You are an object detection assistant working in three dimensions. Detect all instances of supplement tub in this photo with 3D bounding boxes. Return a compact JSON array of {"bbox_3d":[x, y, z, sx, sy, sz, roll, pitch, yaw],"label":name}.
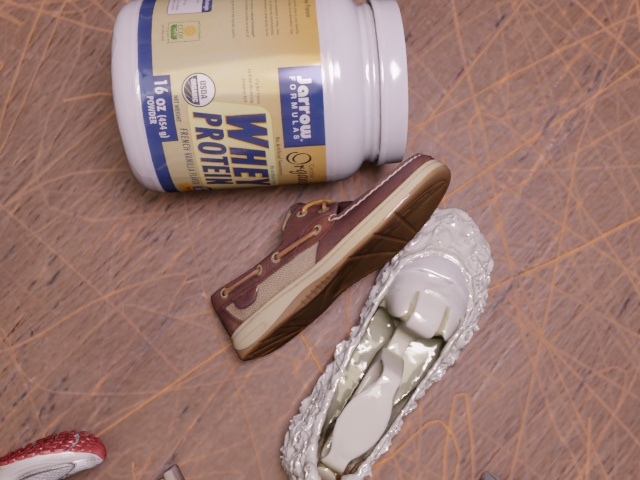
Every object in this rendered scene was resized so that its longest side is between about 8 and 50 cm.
[{"bbox_3d":[-0.065,-0.178,0.887,0.316,0.228,0.228,-4,84,-1],"label":"supplement tub"}]

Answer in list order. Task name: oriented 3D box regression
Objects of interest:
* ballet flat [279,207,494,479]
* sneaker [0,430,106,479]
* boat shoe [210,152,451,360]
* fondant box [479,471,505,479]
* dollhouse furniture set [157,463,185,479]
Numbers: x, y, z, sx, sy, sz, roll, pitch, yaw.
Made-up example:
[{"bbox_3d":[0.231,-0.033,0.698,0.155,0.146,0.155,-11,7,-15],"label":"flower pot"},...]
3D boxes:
[{"bbox_3d":[0.096,0.140,0.902,0.147,0.147,0.409,31,83,3],"label":"ballet flat"},{"bbox_3d":[-0.361,0.301,0.910,0.225,0.088,0.092,-24,92,4],"label":"sneaker"},{"bbox_3d":[0.000,0.000,0.904,0.342,0.123,0.123,-43,69,18],"label":"boat shoe"},{"bbox_3d":[0.238,0.483,0.883,0.238,0.096,0.330,27,85,2],"label":"fondant box"},{"bbox_3d":[-0.214,0.412,0.781,0.198,0.303,0.286,-28,85,-3],"label":"dollhouse furniture set"}]
